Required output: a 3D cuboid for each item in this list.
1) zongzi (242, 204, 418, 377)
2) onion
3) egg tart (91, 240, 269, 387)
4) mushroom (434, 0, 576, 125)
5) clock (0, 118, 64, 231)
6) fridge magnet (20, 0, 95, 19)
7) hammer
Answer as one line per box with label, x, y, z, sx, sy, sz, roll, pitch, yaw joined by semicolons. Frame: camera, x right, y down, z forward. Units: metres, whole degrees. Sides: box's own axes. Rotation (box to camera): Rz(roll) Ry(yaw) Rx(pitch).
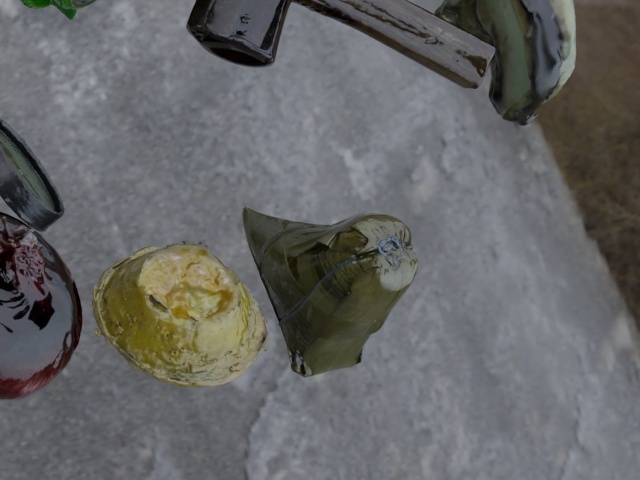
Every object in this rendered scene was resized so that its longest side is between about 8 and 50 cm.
zongzi;0.000;0.000;1.599;0.125;0.251;0.274;-7;58;-36
onion;-0.417;0.060;1.629;0.273;0.285;0.273;29;34;-22
egg tart;-0.226;0.106;2.128;0.315;0.120;0.315;13;44;-13
mushroom;0.247;-0.340;1.759;0.130;0.247;0.344;-28;85;-20
clock;-0.441;-0.099;1.838;0.184;0.040;0.184;56;4;-6
fridge magnet;-0.259;-0.337;1.403;0.088;0.208;0.208;41;37;2
hammer;0.048;-0.270;1.469;0.409;0.095;0.242;21;80;-37
